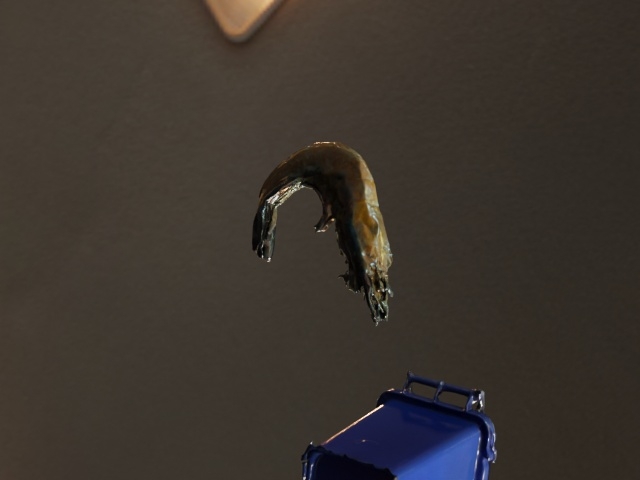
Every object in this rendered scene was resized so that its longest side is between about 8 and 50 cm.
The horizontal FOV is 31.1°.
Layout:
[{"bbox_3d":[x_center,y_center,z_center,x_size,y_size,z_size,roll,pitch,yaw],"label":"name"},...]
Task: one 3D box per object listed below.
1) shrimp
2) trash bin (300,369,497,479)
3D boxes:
[{"bbox_3d":[0.000,0.000,1.239,0.152,0.046,0.219,-23,-109,12],"label":"shrimp"},{"bbox_3d":[0.088,0.264,1.314,0.162,0.234,0.184,11,-79,32],"label":"trash bin"}]
